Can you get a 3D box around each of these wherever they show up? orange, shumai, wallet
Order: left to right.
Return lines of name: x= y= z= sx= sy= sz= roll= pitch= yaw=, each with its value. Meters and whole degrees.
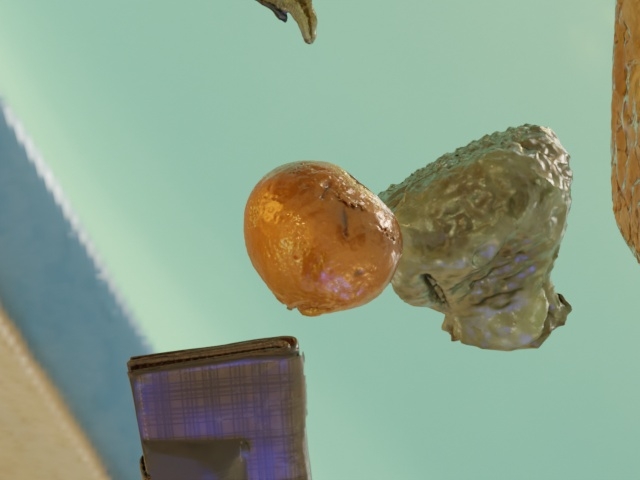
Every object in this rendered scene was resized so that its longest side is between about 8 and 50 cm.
wallet: x=-0.064 y=0.174 z=1.316 sx=0.124 sy=0.042 sz=0.230 roll=-8 pitch=122 yaw=-4
orange: x=-0.002 y=-0.001 z=1.499 sx=0.117 sy=0.135 sz=0.135 roll=-47 pitch=114 yaw=-5
shumai: x=0.165 y=0.016 z=1.851 sx=0.222 sy=0.225 sz=0.261 roll=66 pitch=22 yaw=-1

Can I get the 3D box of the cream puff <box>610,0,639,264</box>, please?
cream puff: x=0.162 y=-0.061 z=0.590 sx=0.130 sy=0.189 sz=0.189 roll=1 pitch=84 yaw=-4

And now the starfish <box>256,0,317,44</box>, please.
starfish: x=-0.047 y=-0.249 z=1.337 sx=0.208 sy=0.053 sz=0.176 roll=33 pitch=68 yaw=-27
